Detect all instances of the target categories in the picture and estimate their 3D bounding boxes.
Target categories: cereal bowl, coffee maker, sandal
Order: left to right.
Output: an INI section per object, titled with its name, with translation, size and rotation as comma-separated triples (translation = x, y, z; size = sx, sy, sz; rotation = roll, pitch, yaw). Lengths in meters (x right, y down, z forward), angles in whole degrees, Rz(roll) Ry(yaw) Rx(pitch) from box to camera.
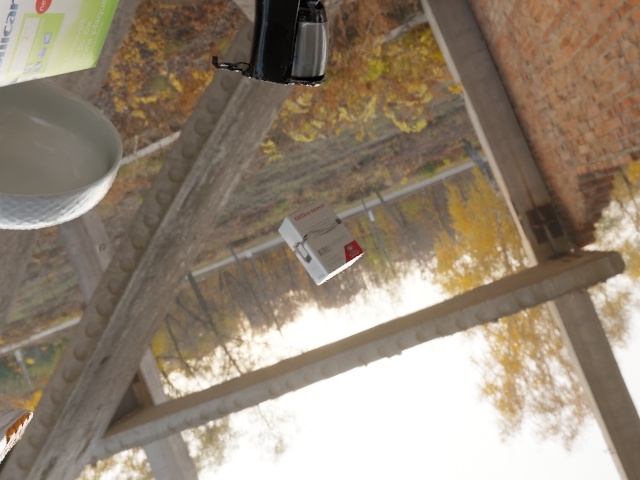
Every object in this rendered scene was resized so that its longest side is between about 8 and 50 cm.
[sandal]
translation = -0.430, 0.253, 0.623
size = 0.101, 0.076, 0.265
rotation = -58, -169, -13
[cereal bowl]
translation = -0.522, -0.138, 0.871
size = 0.339, 0.339, 0.141
rotation = -21, 150, -47
[coffee maker]
translation = -0.061, -0.325, 0.737
size = 0.171, 0.178, 0.120
rotation = -8, -143, -23

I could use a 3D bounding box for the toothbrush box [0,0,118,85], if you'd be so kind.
[toothbrush box]
translation = -0.361, -0.316, 0.623
size = 0.206, 0.122, 0.283
rotation = -57, -173, 23

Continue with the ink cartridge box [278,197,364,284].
[ink cartridge box]
translation = 0.000, 0.000, 1.087
size = 0.109, 0.150, 0.063
rotation = -30, 169, -35
